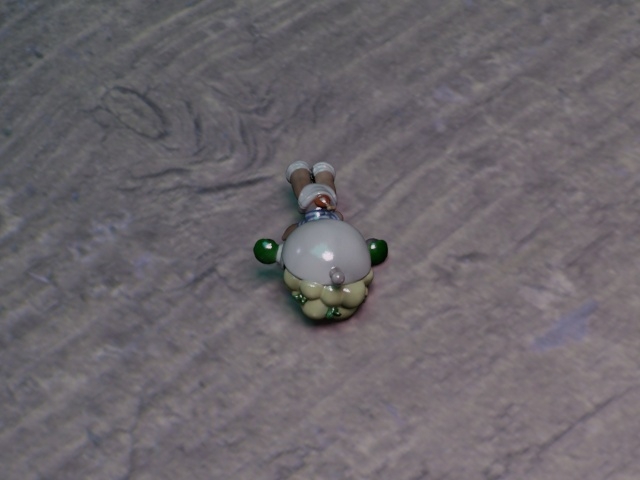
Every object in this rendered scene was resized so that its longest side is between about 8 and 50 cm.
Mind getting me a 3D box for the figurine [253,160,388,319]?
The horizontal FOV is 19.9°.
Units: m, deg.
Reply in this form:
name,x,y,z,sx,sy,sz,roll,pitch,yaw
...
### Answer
name,x,y,z,sx,sy,sz,roll,pitch,yaw
figurine,0.000,0.001,1.959,0.147,0.093,0.197,0,39,-11
